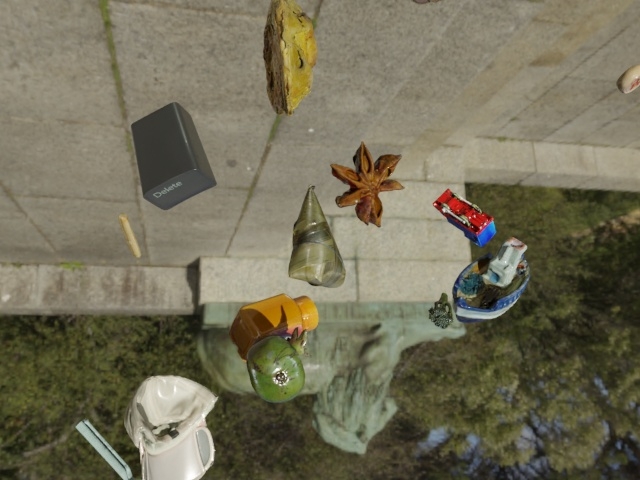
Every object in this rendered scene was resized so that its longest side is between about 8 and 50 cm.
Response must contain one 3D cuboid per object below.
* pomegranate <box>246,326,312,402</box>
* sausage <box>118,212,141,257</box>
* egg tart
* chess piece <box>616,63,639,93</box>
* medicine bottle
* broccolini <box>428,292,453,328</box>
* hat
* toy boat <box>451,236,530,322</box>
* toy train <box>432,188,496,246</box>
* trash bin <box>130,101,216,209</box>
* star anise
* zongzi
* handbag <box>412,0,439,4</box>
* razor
[{"bbox_3d":[-0.087,0.288,1.381,0.131,0.152,0.191,-4,-164,35],"label":"pomegranate"},{"bbox_3d":[-0.455,-0.009,1.391,0.024,0.024,0.132,-2,131,3],"label":"sausage"},{"bbox_3d":[-0.064,-0.437,1.373,0.132,0.297,0.297,-6,165,-7],"label":"egg tart"},{"bbox_3d":[0.860,-0.446,1.611,0.083,0.038,0.084,-29,158,-13],"label":"chess piece"},{"bbox_3d":[-0.122,0.227,1.586,0.222,0.112,0.149,-15,150,-35],"label":"medicine bottle"},{"bbox_3d":[0.419,0.243,2.002,0.091,0.068,0.202,14,-163,15],"label":"broccolini"},{"bbox_3d":[-0.337,0.426,1.254,0.164,0.226,0.219,22,-168,34],"label":"hat"},{"bbox_3d":[0.347,0.075,1.170,0.262,0.114,0.115,-35,143,-32],"label":"toy boat"},{"bbox_3d":[0.483,-0.079,1.955,0.204,0.083,0.131,41,173,40],"label":"toy train"},{"bbox_3d":[-0.389,-0.223,1.510,0.165,0.226,0.115,-25,158,11],"label":"trash bin"},{"bbox_3d":[0.106,-0.137,1.429,0.196,0.213,0.111,-7,-150,-39],"label":"star anise"},{"bbox_3d":[0.000,0.000,1.519,0.112,0.242,0.221,-2,168,21],"label":"zongzi"},{"bbox_3d":[0.203,-0.616,1.153,0.149,0.283,0.302,-2,141,37],"label":"handbag"},{"bbox_3d":[-0.570,0.603,1.615,0.277,0.056,0.111,38,-173,5],"label":"razor"}]
